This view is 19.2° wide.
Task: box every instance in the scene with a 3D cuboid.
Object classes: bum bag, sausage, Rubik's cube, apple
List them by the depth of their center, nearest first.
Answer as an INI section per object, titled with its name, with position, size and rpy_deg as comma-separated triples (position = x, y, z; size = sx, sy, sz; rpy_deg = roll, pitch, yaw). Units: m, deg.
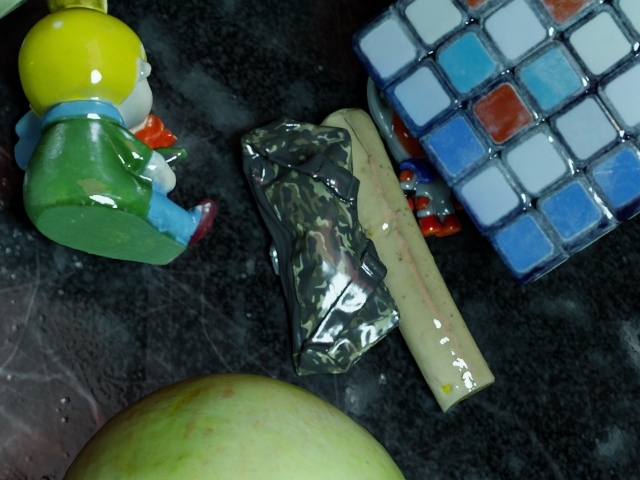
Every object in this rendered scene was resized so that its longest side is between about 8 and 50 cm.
[apple]
position = -0.061, 0.259, 1.427
size = 0.319, 0.319, 0.277
rpy_deg = 34, 42, -13
[bum bag]
position = 0.001, 0.000, 1.730
size = 0.102, 0.069, 0.248
rpy_deg = -9, 79, -25
[Rubik's cube]
position = 0.253, -0.168, 1.771
size = 0.287, 0.293, 0.292
rpy_deg = 55, 27, 3
[sausage]
position = 0.076, 0.013, 1.775
size = 0.066, 0.066, 0.301
rpy_deg = -18, 76, -36

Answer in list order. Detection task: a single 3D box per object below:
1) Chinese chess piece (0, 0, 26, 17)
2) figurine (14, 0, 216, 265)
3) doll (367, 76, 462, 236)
[Chinese chess piece]
position = -0.264, -0.228, 1.669
size = 0.034, 0.084, 0.084
rpy_deg = 53, 52, -9
[figurine]
position = -0.178, -0.104, 1.646
size = 0.185, 0.127, 0.234
rpy_deg = 16, 50, -30
[doll]
position = 0.096, -0.099, 1.844
size = 0.104, 0.062, 0.195
rpy_deg = -8, 79, -21
